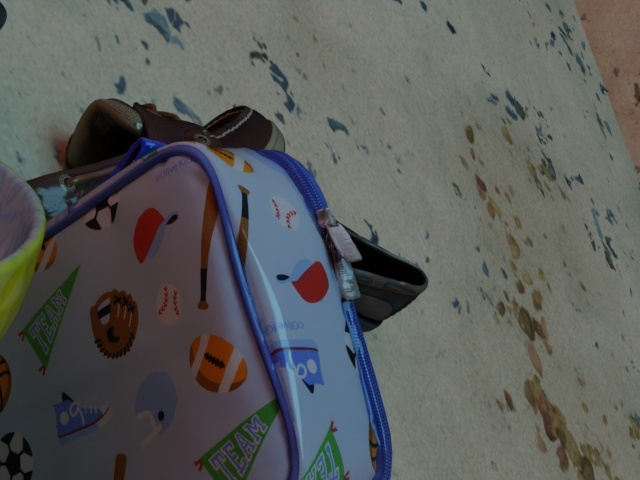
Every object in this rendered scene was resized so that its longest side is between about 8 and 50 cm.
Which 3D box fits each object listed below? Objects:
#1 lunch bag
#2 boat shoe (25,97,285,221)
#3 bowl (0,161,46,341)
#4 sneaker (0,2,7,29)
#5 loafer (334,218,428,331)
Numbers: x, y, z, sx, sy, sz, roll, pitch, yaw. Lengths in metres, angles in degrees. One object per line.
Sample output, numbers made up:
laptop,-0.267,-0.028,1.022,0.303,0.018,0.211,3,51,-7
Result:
lunch bag,-0.100,0.080,0.849,0.115,0.303,0.243,4,63,-50
boat shoe,-0.136,-0.058,1.123,0.123,0.123,0.342,60,33,-9
bowl,-0.284,0.038,0.684,0.289,0.289,0.156,-30,136,-64
sneaker,-0.277,-0.150,0.982,0.118,0.083,0.222,49,29,-28
loafer,0.000,0.000,1.349,0.267,0.084,0.096,34,39,-46
